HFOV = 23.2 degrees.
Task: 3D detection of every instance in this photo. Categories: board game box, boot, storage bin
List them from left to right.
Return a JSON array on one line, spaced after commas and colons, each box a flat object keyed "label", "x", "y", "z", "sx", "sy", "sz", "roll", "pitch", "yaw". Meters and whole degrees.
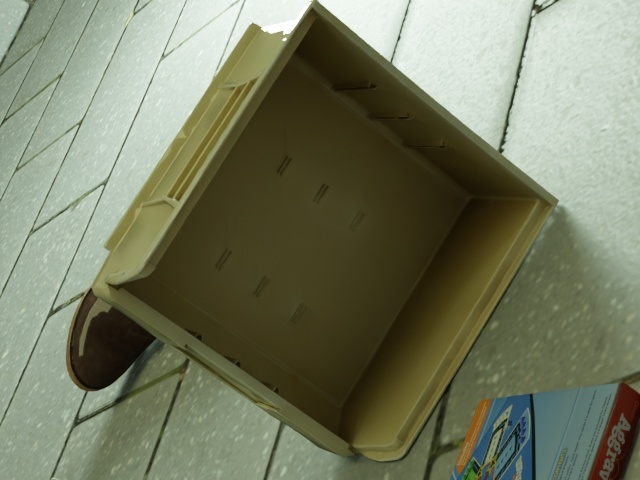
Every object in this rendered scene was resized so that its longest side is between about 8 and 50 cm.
[{"label": "boot", "x": -0.167, "y": 0.049, "z": 1.669, "sx": 0.207, "sy": 0.090, "sz": 0.248, "roll": -14, "pitch": 41, "yaw": 58}, {"label": "storage bin", "x": 0.000, "y": 0.000, "z": 1.214, "sx": 0.260, "sy": 0.262, "sz": 0.123, "roll": -58, "pitch": 23, "yaw": -11}, {"label": "board game box", "x": 0.109, "y": 0.223, "z": 0.997, "sx": 0.145, "sy": 0.027, "sz": 0.281, "roll": -15, "pitch": 44, "yaw": 53}]

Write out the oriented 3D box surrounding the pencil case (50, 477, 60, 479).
[{"label": "pencil case", "x": -0.212, "y": 0.324, "z": 1.284, "sx": 0.410, "sy": 0.159, "sz": 0.184, "roll": 13, "pitch": 83, "yaw": 65}]
